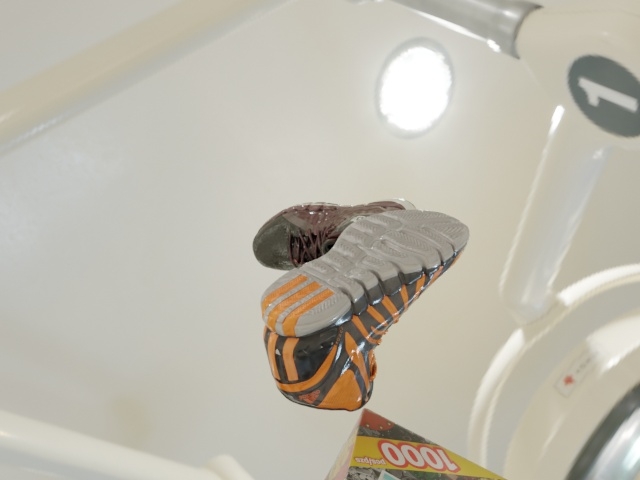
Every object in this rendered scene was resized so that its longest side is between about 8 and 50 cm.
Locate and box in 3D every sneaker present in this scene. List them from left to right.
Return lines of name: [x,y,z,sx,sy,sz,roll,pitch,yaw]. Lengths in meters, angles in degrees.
sneaker: [0.000,0.000,1.259,0.162,0.281,0.106,-35,-69,-65]
sneaker: [0.057,0.087,1.038,0.321,0.124,0.180,-27,-51,-32]

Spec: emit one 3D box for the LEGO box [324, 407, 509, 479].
LEGO box: [0.221,0.515,1.235,0.193,0.500,0.372,-64,0,21]
